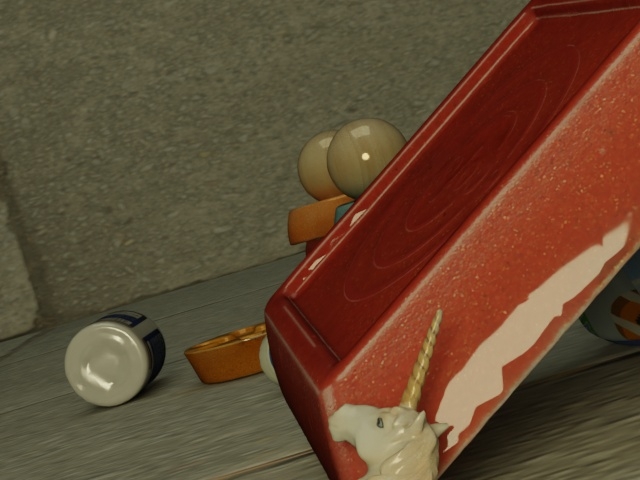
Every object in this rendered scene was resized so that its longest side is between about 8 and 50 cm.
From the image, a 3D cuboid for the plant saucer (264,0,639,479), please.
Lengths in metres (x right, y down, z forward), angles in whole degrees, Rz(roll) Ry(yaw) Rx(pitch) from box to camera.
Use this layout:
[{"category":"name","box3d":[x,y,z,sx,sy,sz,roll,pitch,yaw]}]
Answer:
[{"category":"plant saucer","box3d":[0.068,-0.019,0.646,0.259,0.047,0.258,-50,10,0]}]

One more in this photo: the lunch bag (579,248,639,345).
[{"category":"lunch bag","box3d":[0.245,-0.075,0.757,0.303,0.115,0.243,-16,30,37]}]

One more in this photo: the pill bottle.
[{"category":"pill bottle","box3d":[-0.161,0.092,1.236,0.067,0.067,0.120,-16,2,5]}]

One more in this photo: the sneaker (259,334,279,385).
[{"category":"sneaker","box3d":[0.039,0.046,0.984,0.152,0.058,0.084,-23,-1,-29]}]

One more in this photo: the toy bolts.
[{"category":"toy bolts","box3d":[0.000,0.000,1.144,0.218,0.159,0.228,-18,3,-24]}]

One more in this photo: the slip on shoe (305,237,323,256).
[{"category":"slip on shoe","box3d":[0.080,-0.002,1.361,0.123,0.101,0.331,-16,3,-28]}]

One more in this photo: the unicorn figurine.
[{"category":"unicorn figurine","box3d":[-0.028,0.096,0.497,0.111,0.060,0.162,-14,20,39]}]
